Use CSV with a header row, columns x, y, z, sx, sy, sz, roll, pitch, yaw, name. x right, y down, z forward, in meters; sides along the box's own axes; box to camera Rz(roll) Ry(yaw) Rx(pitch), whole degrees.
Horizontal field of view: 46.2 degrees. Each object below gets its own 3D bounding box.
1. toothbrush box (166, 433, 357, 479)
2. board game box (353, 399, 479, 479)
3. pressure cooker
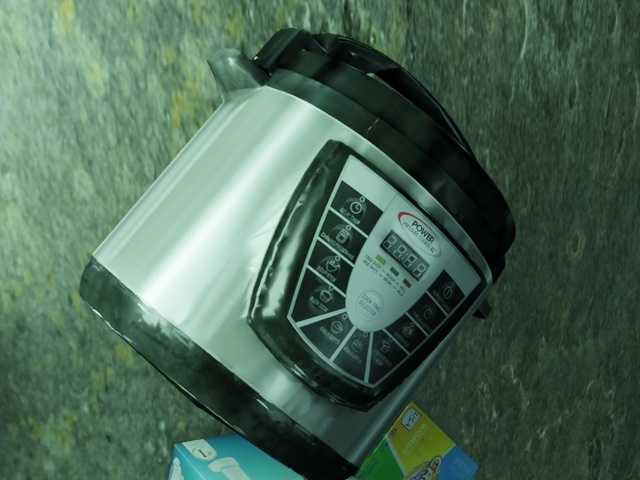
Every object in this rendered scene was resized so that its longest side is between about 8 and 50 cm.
x,y,z,sx,sy,sz,roll,pitch,yaw,name
-0.047,0.384,1.005,0.216,0.296,0.126,2,107,-42,toothbrush box
0.136,0.428,1.339,0.242,0.064,0.316,-52,133,-10,board game box
-0.004,-0.002,0.826,0.420,0.376,0.370,-51,158,-11,pressure cooker
